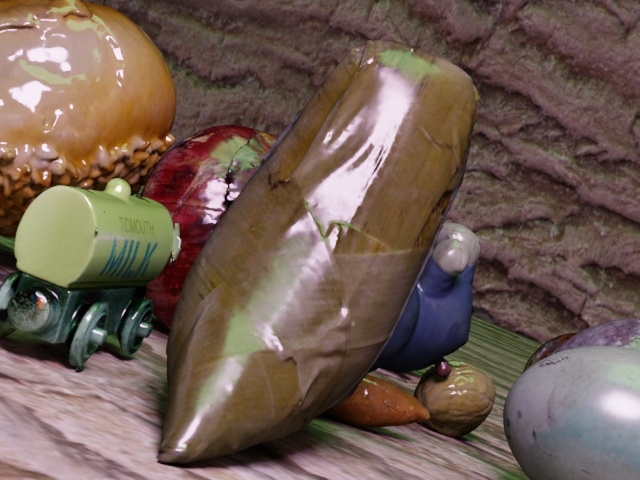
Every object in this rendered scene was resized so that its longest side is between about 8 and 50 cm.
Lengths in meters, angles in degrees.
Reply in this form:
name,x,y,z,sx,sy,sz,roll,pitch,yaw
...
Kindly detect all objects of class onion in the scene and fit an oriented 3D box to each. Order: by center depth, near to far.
name,x,y,z,sx,sy,sz,roll,pitch,yaw
onion,-0.091,-0.005,1.706,0.190,0.246,0.246,4,-4,25

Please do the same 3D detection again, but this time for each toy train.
name,x,y,z,sx,sy,sz,roll,pitch,yaw
toy train,-0.198,0.021,1.368,0.105,0.157,0.253,20,3,12

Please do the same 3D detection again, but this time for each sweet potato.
name,x,y,z,sx,sy,sz,roll,pitch,yaw
sweet potato,0.014,0.149,1.511,0.202,0.058,0.055,14,48,-25

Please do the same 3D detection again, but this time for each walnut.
name,x,y,z,sx,sy,sz,roll,pitch,yaw
walnut,0.144,0.171,1.691,0.092,0.092,0.092,20,3,-1

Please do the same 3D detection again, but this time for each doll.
name,x,y,z,sx,sy,sz,roll,pitch,yaw
doll,0.042,0.069,1.615,0.258,0.154,0.228,8,-31,-43

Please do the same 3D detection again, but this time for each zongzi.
name,x,y,z,sx,sy,sz,roll,pitch,yaw
zongzi,0.000,0.000,1.251,0.174,0.356,0.393,30,6,4

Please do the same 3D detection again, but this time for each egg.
name,x,y,z,sx,sy,sz,roll,pitch,yaw
egg,0.285,0.186,1.457,0.236,0.169,0.169,16,2,6

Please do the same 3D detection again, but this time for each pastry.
name,x,y,z,sx,sy,sz,roll,pitch,yaw
pastry,-0.357,-0.122,1.710,0.410,0.245,0.409,-9,-2,0

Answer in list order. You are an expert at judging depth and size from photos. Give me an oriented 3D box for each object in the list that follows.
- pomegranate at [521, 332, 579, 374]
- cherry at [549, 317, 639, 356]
name,x,y,z,sx,sy,sz,roll,pitch,yaw
pomegranate,0.346,0.195,2.042,0.169,0.148,0.148,16,4,-32
cherry,0.335,0.181,1.756,0.195,0.195,0.195,20,3,-1
